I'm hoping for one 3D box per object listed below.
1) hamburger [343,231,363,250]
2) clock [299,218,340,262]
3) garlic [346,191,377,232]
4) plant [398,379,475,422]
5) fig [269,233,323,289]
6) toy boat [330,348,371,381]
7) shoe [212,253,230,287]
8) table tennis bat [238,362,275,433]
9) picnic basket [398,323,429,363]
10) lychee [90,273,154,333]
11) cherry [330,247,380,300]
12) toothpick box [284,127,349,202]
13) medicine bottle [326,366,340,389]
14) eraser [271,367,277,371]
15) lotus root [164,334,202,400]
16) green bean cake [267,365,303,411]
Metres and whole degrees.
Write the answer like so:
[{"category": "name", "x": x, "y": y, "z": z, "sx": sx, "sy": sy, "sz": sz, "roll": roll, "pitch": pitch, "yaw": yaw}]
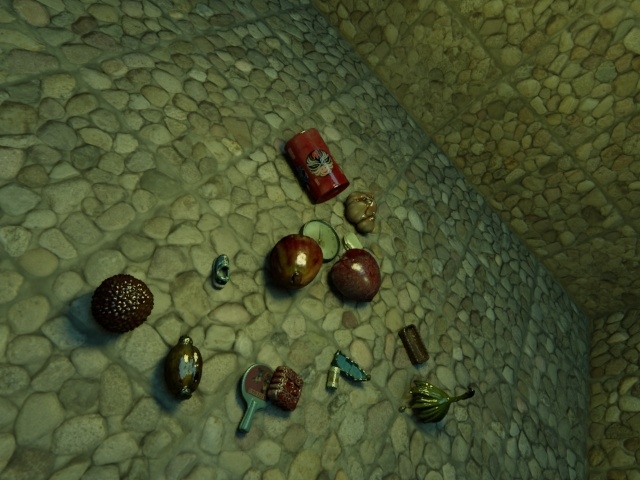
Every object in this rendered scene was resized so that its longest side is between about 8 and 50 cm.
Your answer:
[{"category": "hamburger", "x": 0.156, "y": 0.015, "z": 2.093, "sx": 0.084, "sy": 0.054, "sz": 0.121, "roll": -12, "pitch": 70, "yaw": -37}, {"category": "clock", "x": 0.000, "y": 0.000, "z": 1.980, "sx": 0.226, "sy": 0.049, "sz": 0.225, "roll": 18, "pitch": 56, "yaw": -29}, {"category": "garlic", "x": 0.212, "y": -0.153, "z": 2.170, "sx": 0.160, "sy": 0.191, "sz": 0.213, "roll": 8, "pitch": 69, "yaw": -6}, {"category": "plant", "x": 0.553, "y": 0.731, "z": 1.792, "sx": 0.251, "sy": 0.334, "sz": 0.180, "roll": 31, "pitch": 63, "yaw": -36}, {"category": "fig", "x": -0.106, "y": 0.092, "z": 1.736, "sx": 0.224, "sy": 0.224, "sz": 0.263, "roll": 40, "pitch": 50, "yaw": -12}, {"category": "toy boat", "x": 0.131, "y": 0.543, "z": 1.734, "sx": 0.185, "sy": 0.077, "sz": 0.075, "roll": 43, "pitch": 45, "yaw": -9}, {"category": "shoe", "x": -0.384, "y": 0.113, "z": 1.597, "sx": 0.064, "sy": 0.071, "sz": 0.142, "roll": 19, "pitch": 50, "yaw": -29}, {"category": "table tennis bat", "x": -0.233, "y": 0.560, "z": 1.457, "sx": 0.153, "sy": 0.040, "sz": 0.244, "roll": 38, "pitch": 50, "yaw": -24}, {"category": "picnic basket", "x": 0.463, "y": 0.517, "z": 2.025, "sx": 0.110, "sy": 0.055, "sz": 0.193, "roll": -11, "pitch": 71, "yaw": -42}, {"category": "lychee", "x": -0.627, "y": 0.201, "z": 1.284, "sx": 0.188, "sy": 0.188, "sz": 0.187, "roll": 19, "pitch": 54, "yaw": -29}, {"category": "cherry", "x": 0.174, "y": 0.166, "z": 1.914, "sx": 0.300, "sy": 0.203, "sz": 0.230, "roll": 57, "pitch": 42, "yaw": -15}, {"category": "toothpick box", "x": -0.019, "y": -0.380, "z": 2.087, "sx": 0.204, "sy": 0.204, "sz": 0.333, "roll": -22, "pitch": 79, "yaw": -44}, {"category": "medicine bottle", "x": 0.054, "y": 0.568, "z": 1.680, "sx": 0.047, "sy": 0.047, "sz": 0.083, "roll": 29, "pitch": 51, "yaw": -21}, {"category": "eraser", "x": -0.172, "y": 0.508, "z": 1.559, "sx": 0.083, "sy": 0.019, "sz": 0.038, "roll": 8, "pitch": 62, "yaw": -35}, {"category": "lotus root", "x": -0.449, "y": 0.414, "z": 1.337, "sx": 0.120, "sy": 0.120, "sz": 0.209, "roll": 12, "pitch": 57, "yaw": -33}, {"category": "green bean cake", "x": -0.125, "y": 0.551, "z": 1.517, "sx": 0.135, "sy": 0.057, "sz": 0.135, "roll": 50, "pitch": 41, "yaw": -30}]
